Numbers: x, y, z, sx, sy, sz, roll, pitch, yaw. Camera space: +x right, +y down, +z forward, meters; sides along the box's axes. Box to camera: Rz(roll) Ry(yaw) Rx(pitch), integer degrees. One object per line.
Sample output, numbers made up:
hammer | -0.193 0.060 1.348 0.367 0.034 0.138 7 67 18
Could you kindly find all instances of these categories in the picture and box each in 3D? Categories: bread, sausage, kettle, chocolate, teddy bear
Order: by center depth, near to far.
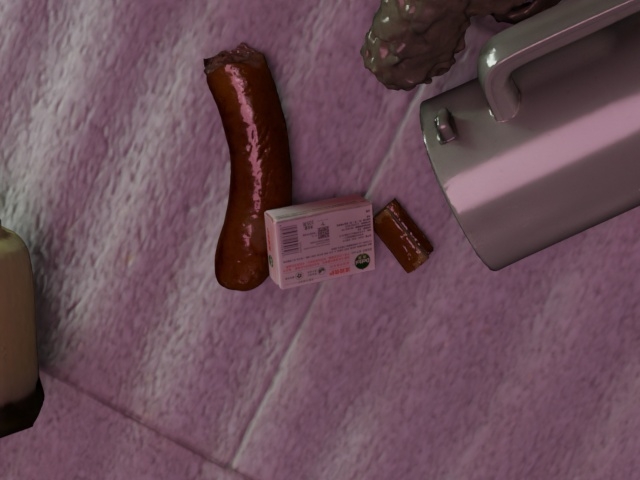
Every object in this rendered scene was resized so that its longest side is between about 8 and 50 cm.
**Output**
teddy bear | 0.150 -0.385 1.202 0.357 0.224 0.368 -25 72 4
kettle | 0.272 -0.141 1.214 0.318 0.205 0.265 -23 113 17
sausage | -0.084 -0.083 1.384 0.102 0.076 0.302 2 104 21
bread | 0.097 -0.005 1.387 0.047 0.036 0.083 -38 92 21
chocolate | -0.511 0.086 1.396 0.314 0.326 0.297 12 114 43

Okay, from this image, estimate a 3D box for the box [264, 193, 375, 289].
box | 0.000 0.000 1.369 0.125 0.043 0.089 -10 113 -19
